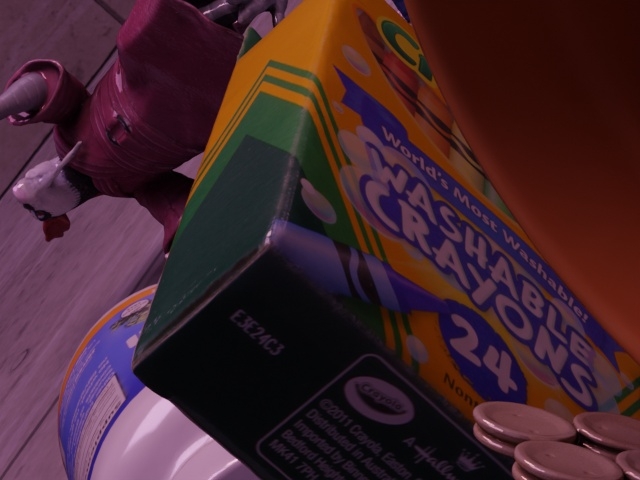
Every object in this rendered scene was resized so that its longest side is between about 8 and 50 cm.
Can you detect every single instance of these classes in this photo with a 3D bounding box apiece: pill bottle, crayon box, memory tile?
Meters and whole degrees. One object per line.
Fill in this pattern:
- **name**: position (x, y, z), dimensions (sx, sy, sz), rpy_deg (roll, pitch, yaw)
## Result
- **pill bottle**: position (-0.039, 0.112, 0.878), dimensions (0.152, 0.152, 0.272), rpy_deg (-49, 16, -2)
- **crayon box**: position (0.044, 0.009, 0.804), dimensions (0.083, 0.203, 0.323), rpy_deg (-41, 18, 23)
- **memory tile**: position (0.120, 0.086, 0.598), dimensions (0.148, 0.113, 0.012), rpy_deg (-134, 53, -68)

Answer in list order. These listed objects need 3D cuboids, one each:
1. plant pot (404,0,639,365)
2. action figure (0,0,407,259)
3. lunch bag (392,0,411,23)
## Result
- **plant pot**: position (0.187, -0.082, 0.568), dimensions (0.203, 0.291, 0.291), rpy_deg (-35, 11, -18)
- **action figure**: position (-0.139, -0.124, 1.523), dimensions (0.370, 0.248, 0.276), rpy_deg (-31, 22, 39)
- **lunch bag**: position (0.103, -0.201, 1.398), dimensions (0.098, 0.065, 0.067), rpy_deg (-41, 2, 28)
